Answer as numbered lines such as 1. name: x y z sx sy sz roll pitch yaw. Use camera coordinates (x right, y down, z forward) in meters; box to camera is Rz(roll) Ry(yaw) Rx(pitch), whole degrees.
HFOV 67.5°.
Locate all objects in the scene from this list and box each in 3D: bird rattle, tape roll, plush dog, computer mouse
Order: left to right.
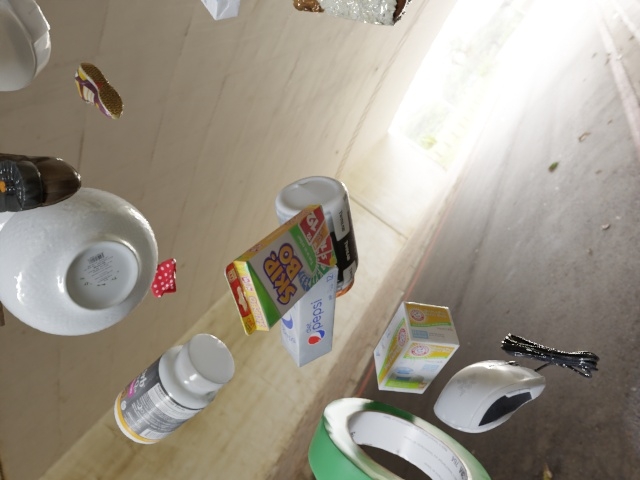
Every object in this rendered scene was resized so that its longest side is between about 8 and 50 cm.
1. tape roll: -0.833 -0.524 1.106 0.392 0.393 0.071 121 167 -54
2. bird rattle: -0.537 0.086 1.356 0.254 0.206 0.143 -21 1 7
3. plush dog: 0.062 -0.495 0.798 0.262 0.211 0.225 -64 -17 -58
4. tape roll: 0.140 0.400 0.852 0.321 0.322 0.077 -28 -41 -81
5. computer mouse: 0.202 0.146 0.517 0.193 0.042 0.106 -15 17 -33

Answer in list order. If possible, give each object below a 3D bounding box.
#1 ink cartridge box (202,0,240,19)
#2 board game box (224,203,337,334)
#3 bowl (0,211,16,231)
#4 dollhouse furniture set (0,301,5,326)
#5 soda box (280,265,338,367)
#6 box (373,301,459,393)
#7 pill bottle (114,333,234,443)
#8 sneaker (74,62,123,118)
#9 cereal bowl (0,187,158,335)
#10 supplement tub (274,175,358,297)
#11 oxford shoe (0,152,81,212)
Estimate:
1. ink cartridge box: -0.239 -0.579 1.024 0.060 0.180 0.104 -27 -15 -27
2. board game box: -0.056 0.042 0.815 0.039 0.124 0.259 0 25 35
3. bowl: -0.841 -0.114 1.309 0.297 0.298 0.134 -52 -35 -24
4. dollhouse furniture set: -0.781 0.100 1.172 0.123 0.151 0.144 -36 -15 -43
5. soda box: -0.031 0.153 1.074 0.098 0.091 0.286 -22 -44 -25
6. box: 0.207 0.242 1.071 0.103 0.114 0.203 -94 17 -46
7. pill bottle: -0.344 0.349 1.136 0.278 0.162 0.162 -41 1 21
8. sneaker: -0.624 -0.404 1.347 0.084 0.185 0.070 -38 -9 37
9. cereal bowl: -0.504 0.059 1.046 0.339 0.141 0.338 -22 -59 -41
10. supplement tub: 0.000 0.000 1.309 0.193 0.194 0.315 -51 -39 -38
11. oxford shoe: -0.401 -0.080 0.657 0.096 0.227 0.082 -18 -64 -49
